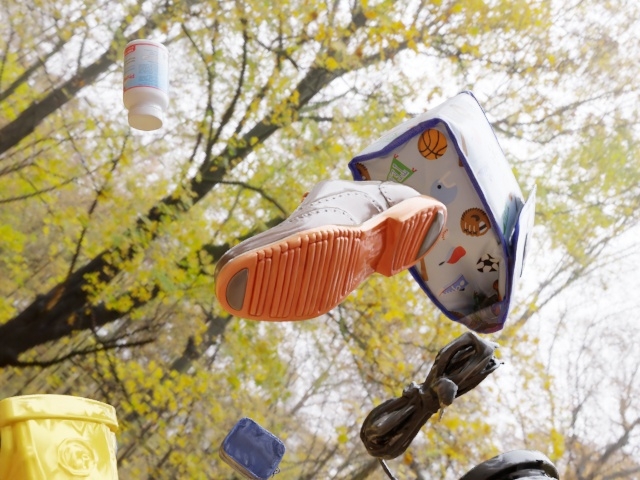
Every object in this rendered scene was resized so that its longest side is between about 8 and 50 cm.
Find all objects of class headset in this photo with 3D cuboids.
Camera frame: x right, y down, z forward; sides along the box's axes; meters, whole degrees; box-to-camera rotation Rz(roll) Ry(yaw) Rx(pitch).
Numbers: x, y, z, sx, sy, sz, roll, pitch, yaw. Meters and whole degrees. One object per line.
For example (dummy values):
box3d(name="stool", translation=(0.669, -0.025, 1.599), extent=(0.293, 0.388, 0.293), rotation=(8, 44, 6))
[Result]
box3d(name="headset", translation=(0.194, 0.254, 0.574), extent=(0.394, 0.185, 0.243), rotation=(42, 9, -12))

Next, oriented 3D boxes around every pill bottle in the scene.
box3d(name="pill bottle", translation=(-0.334, -0.295, 1.329), extent=(0.087, 0.160, 0.087), rotation=(-4, -20, -1))

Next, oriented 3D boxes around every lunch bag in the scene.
box3d(name="lunch bag", translation=(-0.102, 0.323, 1.053), extent=(0.098, 0.067, 0.065), rotation=(37, -29, 4))
box3d(name="lunch bag", translation=(0.267, -0.056, 1.293), extent=(0.238, 0.328, 0.386), rotation=(-24, -82, 28))

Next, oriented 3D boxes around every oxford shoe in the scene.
box3d(name="oxford shoe", translation=(0.000, 0.000, 0.882), extent=(0.132, 0.363, 0.130), rotation=(39, -53, 33))

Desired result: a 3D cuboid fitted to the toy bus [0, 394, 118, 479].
box3d(name="toy bus", translation=(-0.292, 0.301, 0.706), extent=(0.149, 0.220, 0.211), rotation=(19, 28, -46))
